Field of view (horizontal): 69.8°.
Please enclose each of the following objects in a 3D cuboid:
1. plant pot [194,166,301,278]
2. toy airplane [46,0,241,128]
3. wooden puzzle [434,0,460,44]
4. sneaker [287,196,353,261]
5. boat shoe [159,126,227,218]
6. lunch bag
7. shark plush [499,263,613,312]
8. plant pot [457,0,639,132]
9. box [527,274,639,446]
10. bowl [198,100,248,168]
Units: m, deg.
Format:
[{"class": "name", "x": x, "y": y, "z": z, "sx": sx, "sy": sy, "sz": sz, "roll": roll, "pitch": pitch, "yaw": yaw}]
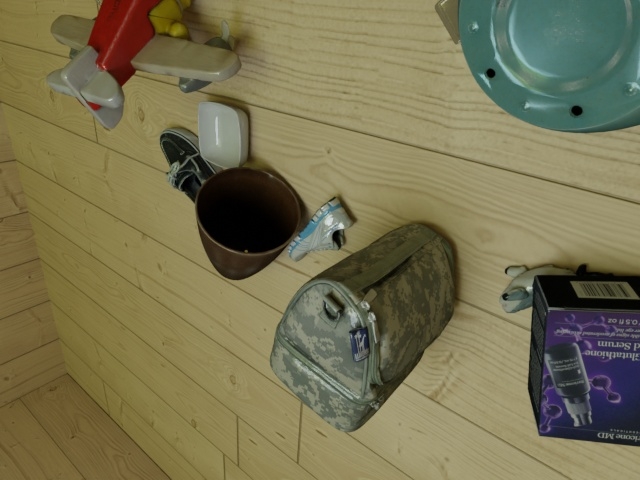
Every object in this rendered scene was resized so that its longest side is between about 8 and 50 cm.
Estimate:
[{"class": "plant pot", "x": -0.176, "y": -0.007, "z": 1.024, "sx": 0.215, "sy": 0.215, "sz": 0.230, "roll": 49, "pitch": 147, "yaw": 14}, {"class": "toy airplane", "x": -0.369, "y": -0.406, "z": 0.953, "sx": 0.384, "sy": 0.272, "sz": 0.386, "roll": -27, "pitch": 74, "yaw": 13}, {"class": "wooden puzzle", "x": 0.206, "y": -0.332, "z": 0.656, "sx": 0.078, "sy": 0.014, "sz": 0.116, "roll": -21, "pitch": 94, "yaw": 49}, {"class": "sneaker", "x": 0.000, "y": 0.000, "z": 0.949, "sx": 0.083, "sy": 0.071, "sz": 0.191, "roll": 48, "pitch": 133, "yaw": 7}, {"class": "boat shoe", "x": -0.323, "y": -0.163, "z": 1.133, "sx": 0.306, "sy": 0.105, "sz": 0.113, "roll": 50, "pitch": 133, "yaw": 13}, {"class": "lunch bag", "x": 0.081, "y": 0.121, "z": 0.764, "sx": 0.212, "sy": 0.305, "sz": 0.256, "roll": 35, "pitch": 129, "yaw": 25}, {"class": "shark plush", "x": 0.351, "y": 0.068, "z": 0.700, "sx": 0.161, "sy": 0.073, "sz": 0.067, "roll": -25, "pitch": 112, "yaw": 25}, {"class": "plant pot", "x": 0.268, "y": -0.238, "z": 0.419, "sx": 0.293, "sy": 0.235, "sz": 0.293, "roll": 37, "pitch": 151, "yaw": 24}, {"class": "box", "x": 0.374, "y": 0.160, "z": 0.625, "sx": 0.153, "sy": 0.108, "sz": 0.207, "roll": -1, "pitch": 109, "yaw": 17}, {"class": "bowl", "x": -0.212, "y": -0.241, "z": 1.038, "sx": 0.142, "sy": 0.053, "sz": 0.142, "roll": 24, "pitch": 123, "yaw": 33}]
